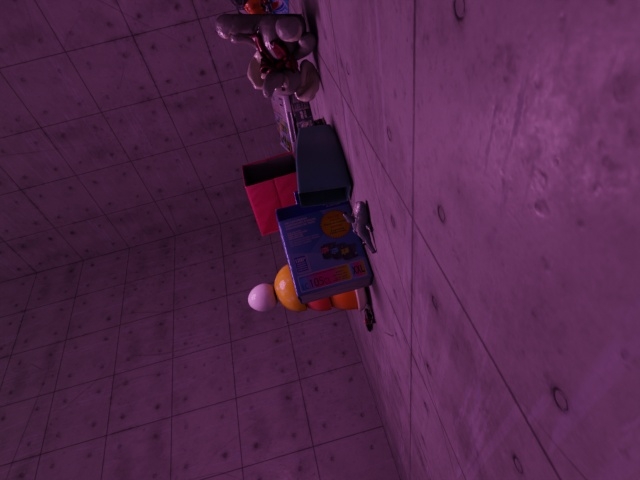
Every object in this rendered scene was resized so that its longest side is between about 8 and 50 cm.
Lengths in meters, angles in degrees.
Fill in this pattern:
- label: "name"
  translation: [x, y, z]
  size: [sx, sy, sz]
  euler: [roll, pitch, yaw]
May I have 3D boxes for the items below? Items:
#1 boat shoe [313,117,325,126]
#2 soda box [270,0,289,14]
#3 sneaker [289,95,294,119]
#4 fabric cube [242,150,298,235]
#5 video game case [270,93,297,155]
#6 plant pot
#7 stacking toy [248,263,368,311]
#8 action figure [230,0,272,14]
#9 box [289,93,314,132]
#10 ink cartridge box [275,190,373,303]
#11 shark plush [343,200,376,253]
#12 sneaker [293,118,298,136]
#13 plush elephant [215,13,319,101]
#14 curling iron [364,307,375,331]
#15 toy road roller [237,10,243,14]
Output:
- label: "boat shoe"
  translation: [0.006, -0.407, 1.556]
  size: [0.133, 0.042, 0.048]
  euler: [-110, 7, -46]
- label: "soda box"
  translation: [-0.168, -0.964, 1.667]
  size: [0.210, 0.067, 0.071]
  euler: [101, 153, -86]
- label: "sneaker"
  translation: [-0.114, -0.692, 2.168]
  size: [0.235, 0.090, 0.094]
  euler: [76, -161, -76]
- label: "fabric cube"
  translation: [-0.195, -0.220, 1.941]
  size: [0.254, 0.259, 0.258]
  euler: [-113, 6, -57]
- label: "video game case"
  translation: [-0.185, -0.607, 2.154]
  size: [0.329, 0.036, 0.299]
  euler: [-127, 24, -60]
- label: "plant pot"
  translation: [-0.002, -0.252, 1.404]
  size: [0.165, 0.166, 0.234]
  euler: [86, 176, -78]
- label: "stacking toy"
  translation: [-0.071, 0.177, 1.758]
  size: [0.350, 0.481, 0.350]
  euler: [165, 90, -87]
- label: "action figure"
  translation: [-0.277, -0.945, 1.542]
  size: [0.330, 0.179, 0.341]
  euler: [-126, 17, -50]
- label: "box"
  translation: [-0.088, -0.602, 1.992]
  size: [0.147, 0.078, 0.180]
  euler: [-118, 13, -76]
- label: "ink cartridge box"
  translation: [0.000, 0.000, 1.524]
  size: [0.151, 0.270, 0.395]
  euler: [86, 169, -68]
- label: "shark plush"
  translation: [0.120, -0.034, 1.199]
  size: [0.067, 0.073, 0.161]
  euler: [5, 109, 55]
- label: "sneaker"
  translation: [-0.114, -0.543, 2.285]
  size: [0.366, 0.135, 0.149]
  euler: [133, 125, -88]
- label: "plush elephant"
  translation: [-0.134, -0.561, 1.316]
  size: [0.330, 0.272, 0.255]
  euler: [-55, -29, -56]
- label: "curling iron"
  translation: [0.206, 0.352, 1.807]
  size: [0.274, 0.035, 0.068]
  euler: [80, 174, -65]
- label: "toy road roller"
  translation: [-0.285, -1.139, 1.776]
  size: [0.329, 0.203, 0.240]
  euler: [75, -171, -51]
